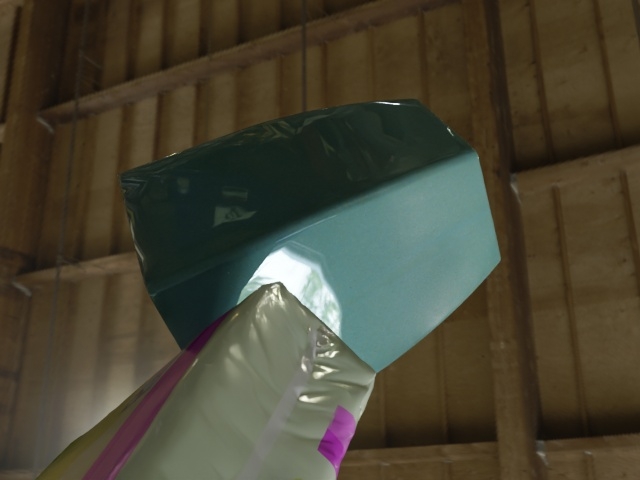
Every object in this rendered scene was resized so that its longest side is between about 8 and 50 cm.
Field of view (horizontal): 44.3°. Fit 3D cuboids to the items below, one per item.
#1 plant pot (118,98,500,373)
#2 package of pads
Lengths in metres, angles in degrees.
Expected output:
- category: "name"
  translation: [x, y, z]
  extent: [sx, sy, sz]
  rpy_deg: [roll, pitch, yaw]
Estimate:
- category: "plant pot"
  translation: [0.000, 0.000, 0.585]
  extent: [0.234, 0.165, 0.165]
  rpy_deg: [-26, -144, -5]
- category: "package of pads"
  translation: [-0.113, 0.175, 0.371]
  extent: [0.101, 0.296, 0.229]
  rpy_deg: [45, -56, -8]
